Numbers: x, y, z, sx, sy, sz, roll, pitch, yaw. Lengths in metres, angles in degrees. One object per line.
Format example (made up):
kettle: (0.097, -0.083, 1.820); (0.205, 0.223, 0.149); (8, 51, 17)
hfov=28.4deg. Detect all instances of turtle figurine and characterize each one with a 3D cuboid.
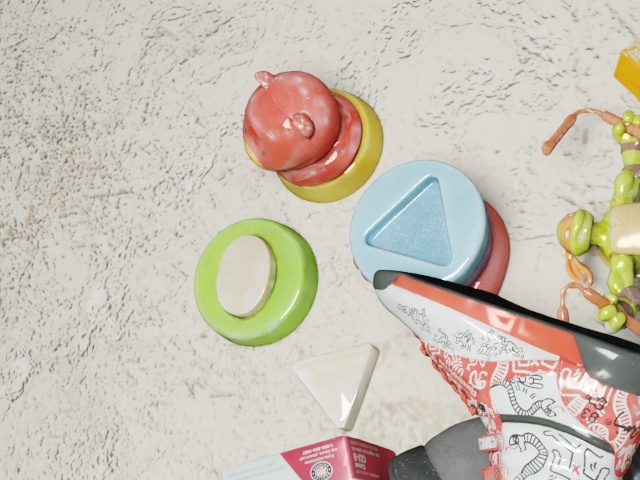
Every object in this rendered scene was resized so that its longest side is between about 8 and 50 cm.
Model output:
turtle figurine: (0.296, 0.007, 1.090); (0.217, 0.087, 0.270); (2, 59, 15)

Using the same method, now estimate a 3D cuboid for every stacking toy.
stacking toy: (0.000, 0.000, 1.204); (0.309, 0.130, 0.279); (38, 91, 29)

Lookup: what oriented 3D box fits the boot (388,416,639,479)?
boot: (0.220, 0.265, 1.035); (0.222, 0.118, 0.338); (-31, 69, 6)

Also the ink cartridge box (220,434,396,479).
ink cartridge box: (0.006, 0.279, 1.112); (0.128, 0.127, 0.176); (-19, 68, 18)

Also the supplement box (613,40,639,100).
supplement box: (0.323, -0.160, 1.138); (0.098, 0.036, 0.062); (-29, 60, -21)

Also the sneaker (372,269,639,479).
sneaker: (0.134, 0.120, 1.024); (0.270, 0.090, 0.145); (19, 97, 37)
